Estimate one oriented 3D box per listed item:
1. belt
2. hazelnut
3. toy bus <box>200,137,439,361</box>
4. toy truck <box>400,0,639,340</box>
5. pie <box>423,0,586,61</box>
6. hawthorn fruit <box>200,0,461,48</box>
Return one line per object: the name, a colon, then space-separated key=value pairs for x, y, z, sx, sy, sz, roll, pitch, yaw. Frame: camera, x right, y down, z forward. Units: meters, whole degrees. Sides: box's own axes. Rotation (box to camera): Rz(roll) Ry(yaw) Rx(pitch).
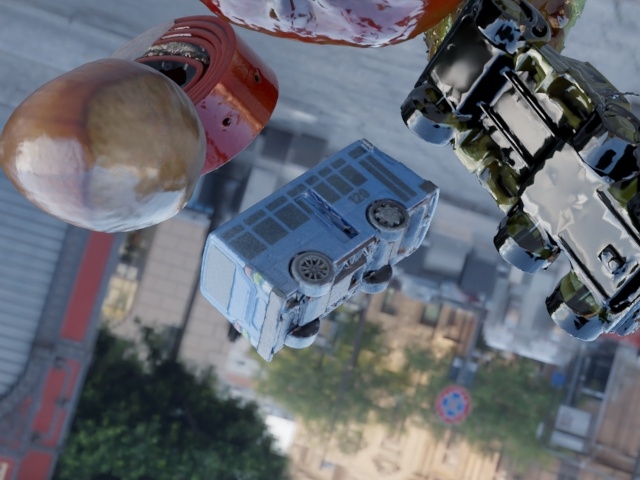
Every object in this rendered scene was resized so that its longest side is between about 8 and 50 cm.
belt: x=-0.213 y=-0.198 z=1.694 sx=0.324 sy=0.227 sz=0.115 roll=-1 pitch=145 yaw=42
hazelnut: x=-0.223 y=-0.100 z=1.232 sx=0.214 sy=0.176 sz=0.214 roll=10 pitch=-170 yaw=-2
toy bus: x=0.000 y=0.000 z=1.216 sx=0.133 sy=0.234 sz=0.116 roll=40 pitch=144 yaw=21
toy truck: x=0.176 y=-0.063 z=0.850 sx=0.127 sy=0.127 sz=0.257 roll=-12 pitch=-125 yaw=-44
pie: x=0.262 y=-0.310 z=1.716 sx=0.103 sy=0.288 sz=0.354 roll=11 pitch=-155 yaw=-25
hawthorn fruit: x=0.016 y=-0.279 z=0.798 sx=0.254 sy=0.300 sz=0.254 roll=9 pitch=143 yaw=7
